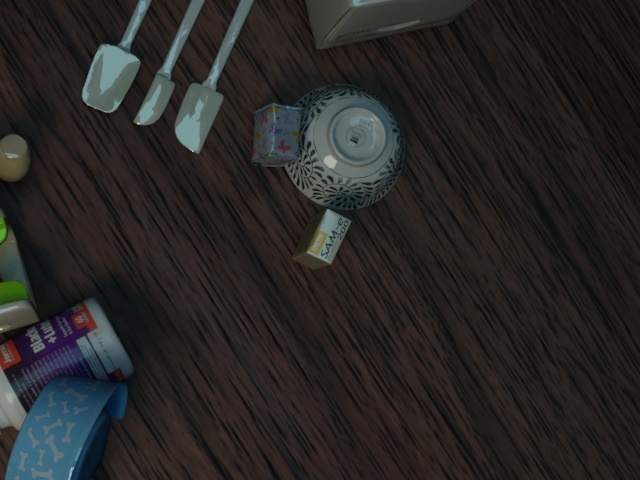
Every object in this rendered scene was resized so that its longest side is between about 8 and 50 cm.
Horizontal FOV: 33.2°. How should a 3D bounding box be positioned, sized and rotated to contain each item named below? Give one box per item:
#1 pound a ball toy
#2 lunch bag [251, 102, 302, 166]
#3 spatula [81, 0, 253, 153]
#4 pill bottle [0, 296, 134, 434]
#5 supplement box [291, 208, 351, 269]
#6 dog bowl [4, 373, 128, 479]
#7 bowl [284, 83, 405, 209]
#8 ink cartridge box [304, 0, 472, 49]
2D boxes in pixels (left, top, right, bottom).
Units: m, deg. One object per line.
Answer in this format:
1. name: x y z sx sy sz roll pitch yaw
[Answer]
1. pound a ball toy: -0.461 0.027 1.227 0.319 0.136 0.208 -18 78 -13
2. lunch bag: -0.059 -0.131 1.354 0.053 0.083 0.071 7 82 -28
3. spatula: -0.185 -0.252 1.370 0.168 0.019 0.242 23 80 -9
4. pill bottle: -0.326 0.156 1.252 0.193 0.108 0.108 -29 91 -14
5. supplement box: 0.000 0.000 1.346 0.036 0.098 0.062 27 80 -9
6. dog bowl: -0.292 0.273 1.184 0.074 0.166 0.297 20 120 3
7. bowl: 0.039 -0.127 1.377 0.170 0.080 0.170 1 85 -13
8. ink cartridge box: 0.074 -0.408 1.352 0.198 0.197 0.270 -14 88 -13
